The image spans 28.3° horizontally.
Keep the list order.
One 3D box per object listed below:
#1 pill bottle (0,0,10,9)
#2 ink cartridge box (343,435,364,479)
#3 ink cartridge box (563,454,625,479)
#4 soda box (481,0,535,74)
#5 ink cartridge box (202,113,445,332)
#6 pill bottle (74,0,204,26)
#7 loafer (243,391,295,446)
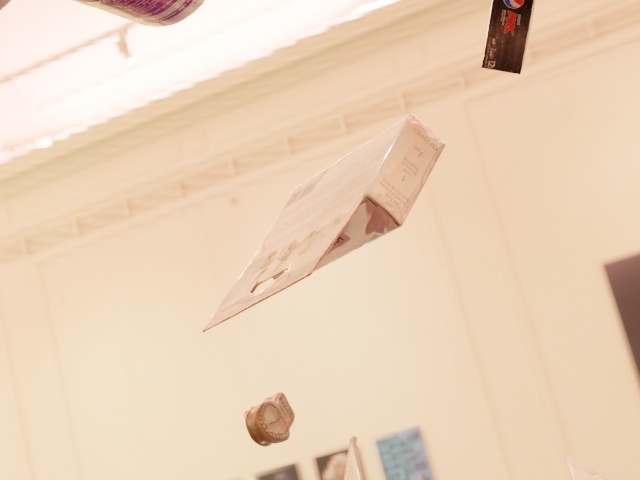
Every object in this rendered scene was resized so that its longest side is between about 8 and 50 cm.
[{"bbox_3d":[-0.522,-0.415,1.781,0.119,0.119,0.208,-23,-43,28],"label":"pill bottle"},{"bbox_3d":[0.081,0.397,1.194,0.071,0.330,0.324,-6,-35,-7],"label":"ink cartridge box"},{"bbox_3d":[0.366,0.376,1.627,0.145,0.179,0.045,26,-56,-36],"label":"ink cartridge box"},{"bbox_3d":[0.268,-0.320,1.773,0.060,0.053,0.169,11,-52,8],"label":"soda box"},{"bbox_3d":[0.000,0.000,1.557,0.296,0.066,0.261,-29,25,56],"label":"ink cartridge box"},{"bbox_3d":[-0.257,-0.364,1.543,0.169,0.169,0.301,-20,-6,18],"label":"pill bottle"},{"bbox_3d":[-0.067,0.225,1.550,0.050,0.056,0.148,-31,-4,10],"label":"loafer"}]
